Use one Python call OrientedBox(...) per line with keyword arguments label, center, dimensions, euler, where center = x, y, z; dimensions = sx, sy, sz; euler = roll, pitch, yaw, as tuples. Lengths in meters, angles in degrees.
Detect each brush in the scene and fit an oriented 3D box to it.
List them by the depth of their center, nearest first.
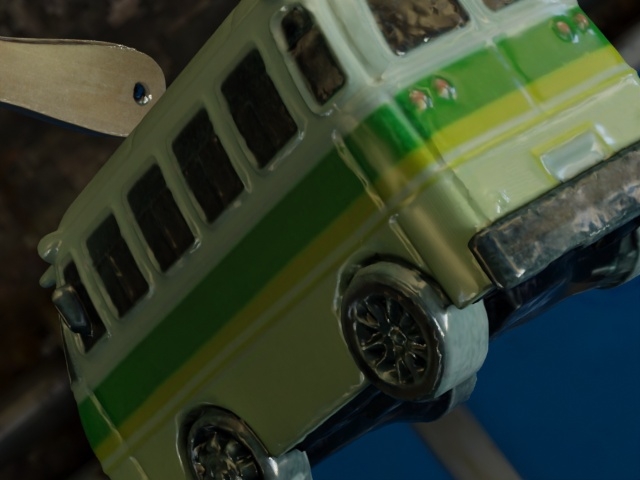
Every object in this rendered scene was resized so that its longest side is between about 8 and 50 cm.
OrientedBox(label="brush", center=(-0.213, -0.092, 1.017), dimensions=(0.065, 0.070, 0.327), euler=(-1, 176, 42))

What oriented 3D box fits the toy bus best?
OrientedBox(label="toy bus", center=(0.000, 0.000, 0.764), dimensions=(0.134, 0.164, 0.276), euler=(-27, 170, -41))
